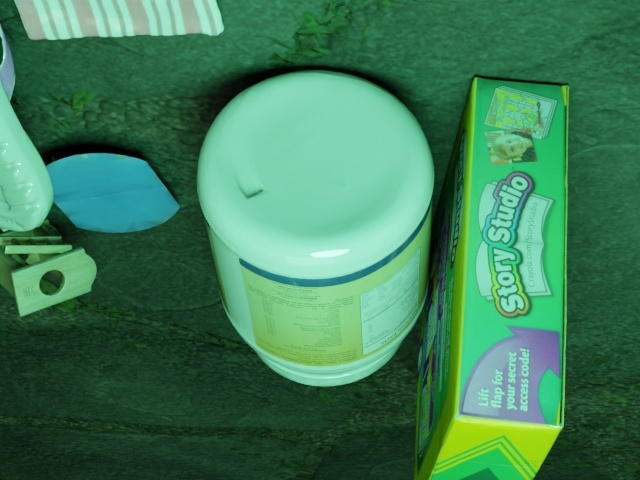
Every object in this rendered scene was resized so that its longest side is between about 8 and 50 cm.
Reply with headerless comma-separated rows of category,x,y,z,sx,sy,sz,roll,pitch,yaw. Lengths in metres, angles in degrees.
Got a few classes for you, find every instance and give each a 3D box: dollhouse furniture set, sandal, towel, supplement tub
dollhouse furniture set,-0.358,-0.029,1.576,0.101,0.182,0.161,-21,122,-28
sandal,-0.352,-0.182,1.263,0.169,0.102,0.416,13,139,18
towel,-0.195,-0.231,1.210,0.197,0.029,0.144,0,150,11
supplement tub,0.000,0.000,1.372,0.228,0.228,0.316,4,150,5

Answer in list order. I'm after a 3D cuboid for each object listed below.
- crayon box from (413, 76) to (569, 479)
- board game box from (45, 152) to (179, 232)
crayon box,0.169,0.074,1.330,0.106,0.363,0.313,7,150,-1
board game box,-0.239,-0.065,1.506,0.133,0.033,0.169,-9,149,14
